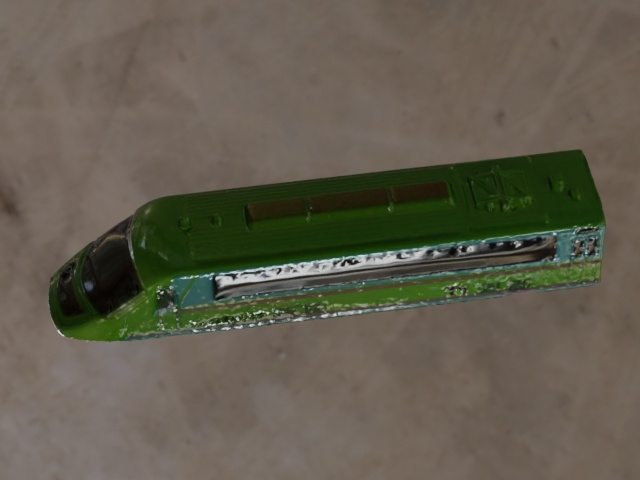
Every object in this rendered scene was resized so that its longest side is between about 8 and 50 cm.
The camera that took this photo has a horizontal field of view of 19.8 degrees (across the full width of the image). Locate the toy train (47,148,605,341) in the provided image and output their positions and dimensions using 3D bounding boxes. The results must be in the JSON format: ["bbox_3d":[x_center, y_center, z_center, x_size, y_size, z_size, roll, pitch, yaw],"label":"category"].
[{"bbox_3d":[0.000,0.000,0.690,0.042,0.209,0.044,89,172,-46],"label":"toy train"}]
